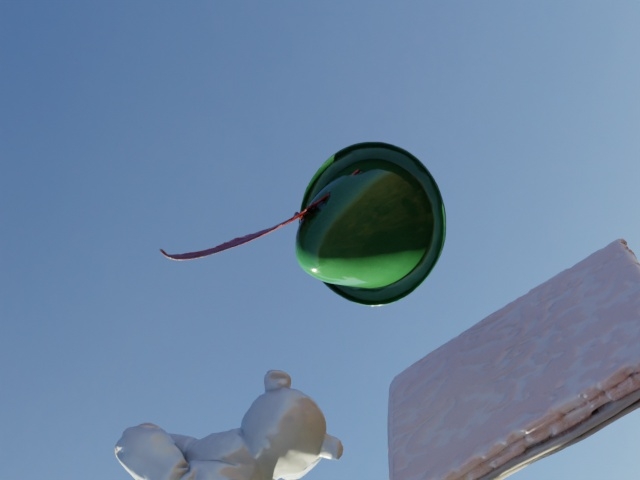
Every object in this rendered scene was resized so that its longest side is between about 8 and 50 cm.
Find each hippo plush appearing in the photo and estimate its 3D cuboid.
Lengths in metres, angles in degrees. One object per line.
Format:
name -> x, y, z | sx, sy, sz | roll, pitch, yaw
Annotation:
hippo plush -> -0.117, 0.275, 1.341 | 0.236, 0.234, 0.294 | -45, -14, -11

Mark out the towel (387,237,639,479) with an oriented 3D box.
towel -> 0.219, 0.141, 1.074 | 0.053, 0.332, 0.317 | 55, -167, -12

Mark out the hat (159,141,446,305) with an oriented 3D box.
hat -> 0.000, 0.000, 1.011 | 0.208, 0.173, 0.183 | -46, -17, 28
